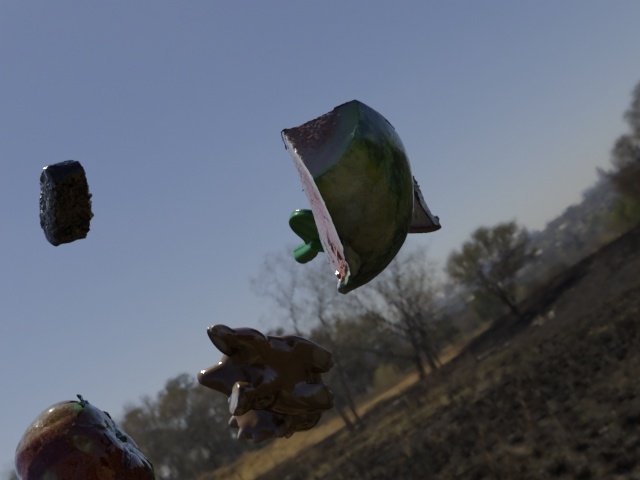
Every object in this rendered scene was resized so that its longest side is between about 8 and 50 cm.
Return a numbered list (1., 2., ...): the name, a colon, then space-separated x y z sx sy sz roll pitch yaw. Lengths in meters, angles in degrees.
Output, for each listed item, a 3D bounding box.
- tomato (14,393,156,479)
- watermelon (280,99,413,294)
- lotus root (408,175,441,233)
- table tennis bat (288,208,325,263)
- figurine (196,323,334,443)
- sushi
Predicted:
1. tomato: -0.506 0.495 2.033 0.239 0.303 0.303 -42 -7 -8
2. watermelon: 0.048 -0.043 1.413 0.224 0.180 0.305 -56 -32 -32
3. lotus root: 0.107 -0.102 1.862 0.170 0.260 0.074 -29 -18 18
4. table tennis bat: 0.000 0.000 1.860 0.039 0.160 0.257 -63 10 -22
5. figurine: -0.099 0.239 1.551 0.247 0.177 0.173 3 -28 -45
6. sushi: -0.439 -0.067 1.653 0.078 0.090 0.150 -16 -52 -32
